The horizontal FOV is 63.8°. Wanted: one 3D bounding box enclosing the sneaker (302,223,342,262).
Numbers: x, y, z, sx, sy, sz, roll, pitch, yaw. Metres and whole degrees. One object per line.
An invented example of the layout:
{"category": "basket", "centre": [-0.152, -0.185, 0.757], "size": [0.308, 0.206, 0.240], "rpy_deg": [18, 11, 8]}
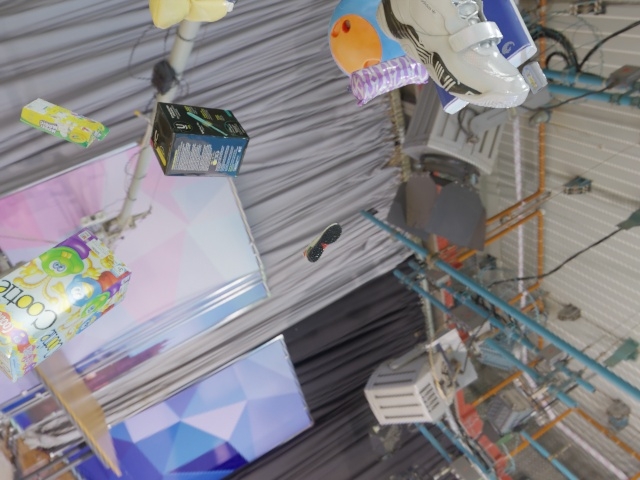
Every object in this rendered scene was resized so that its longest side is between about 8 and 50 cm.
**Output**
{"category": "sneaker", "centre": [0.000, 0.000, 1.699], "size": [0.057, 0.161, 0.075], "rpy_deg": [47, -12, -27]}

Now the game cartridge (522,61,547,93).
{"category": "game cartridge", "centre": [0.420, -0.321, 1.010], "size": [0.056, 0.017, 0.083], "rpy_deg": [65, 12, 1]}

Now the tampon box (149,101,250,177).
{"category": "tampon box", "centre": [-0.250, -0.203, 1.055], "size": [0.120, 0.161, 0.101], "rpy_deg": [56, -45, 37]}

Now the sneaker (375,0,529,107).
{"category": "sneaker", "centre": [0.259, -0.413, 0.937], "size": [0.366, 0.137, 0.210], "rpy_deg": [49, -34, 23]}

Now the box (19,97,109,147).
{"category": "box", "centre": [-0.621, -0.285, 1.262], "size": [0.105, 0.179, 0.043], "rpy_deg": [-104, -143, -62]}

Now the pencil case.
{"category": "pencil case", "centre": [0.175, -0.416, 1.317], "size": [0.086, 0.206, 0.088], "rpy_deg": [-144, -146, -72]}

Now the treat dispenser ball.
{"category": "treat dispenser ball", "centre": [0.166, -0.631, 1.581], "size": [0.288, 0.288, 0.288], "rpy_deg": [54, -19, 28]}

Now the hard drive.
{"category": "hard drive", "centre": [0.317, -0.465, 1.121], "size": [0.210, 0.040, 0.319], "rpy_deg": [-35, -125, 40]}

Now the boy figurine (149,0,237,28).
{"category": "boy figurine", "centre": [-0.281, -0.524, 1.088], "size": [0.177, 0.285, 0.092], "rpy_deg": [28, -51, 4]}

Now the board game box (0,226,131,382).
{"category": "board game box", "centre": [-0.547, 0.125, 1.044], "size": [0.144, 0.275, 0.142], "rpy_deg": [43, -40, 3]}
